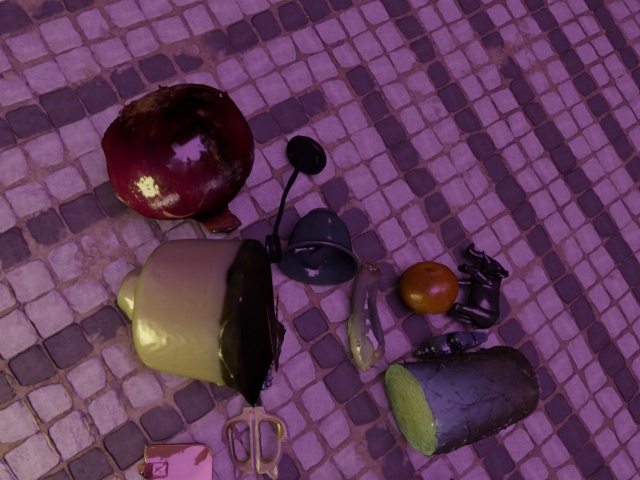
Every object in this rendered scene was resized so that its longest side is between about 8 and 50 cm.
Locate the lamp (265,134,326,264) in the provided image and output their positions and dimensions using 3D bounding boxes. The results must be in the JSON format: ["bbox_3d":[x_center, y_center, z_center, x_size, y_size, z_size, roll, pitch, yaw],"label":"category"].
[{"bbox_3d":[-0.053,-0.107,1.403,0.108,0.130,0.371,-1,42,10],"label":"lamp"}]

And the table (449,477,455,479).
[{"bbox_3d":[0.290,0.698,1.399,0.198,0.166,0.167,-34,91,-15],"label":"table"}]

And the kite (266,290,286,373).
[{"bbox_3d":[-0.099,0.205,1.336,0.009,0.232,0.189,-2,72,5],"label":"kite"}]

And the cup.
[{"bbox_3d":[0.000,0.000,1.453,0.199,0.199,0.150,15,55,-16],"label":"cup"}]

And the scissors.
[{"bbox_3d":[-0.151,0.382,1.353,0.160,0.024,0.318,-5,76,7],"label":"scissors"}]

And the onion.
[{"bbox_3d":[-0.286,-0.153,1.332,0.348,0.347,0.385,-43,129,-22],"label":"onion"}]

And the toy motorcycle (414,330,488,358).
[{"bbox_3d":[0.343,0.268,1.525,0.193,0.124,0.061,-6,67,-18],"label":"toy motorcycle"}]

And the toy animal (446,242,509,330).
[{"bbox_3d":[0.425,0.129,1.600,0.146,0.114,0.245,14,79,-7],"label":"toy animal"}]

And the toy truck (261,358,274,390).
[{"bbox_3d":[-0.132,0.314,1.395,0.044,0.039,0.083,7,77,-3],"label":"toy truck"}]

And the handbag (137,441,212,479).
[{"bbox_3d":[-0.315,0.548,1.266,0.157,0.059,0.213,4,75,-19],"label":"handbag"}]

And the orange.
[{"bbox_3d":[0.281,0.127,1.530,0.154,0.154,0.134,-23,128,-22],"label":"orange"}]

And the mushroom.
[{"bbox_3d":[0.120,0.186,1.484,0.096,0.099,0.278,6,73,-24],"label":"mushroom"}]

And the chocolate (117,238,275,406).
[{"bbox_3d":[-0.256,0.156,1.253,0.296,0.314,0.326,-4,107,10],"label":"chocolate"}]

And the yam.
[{"bbox_3d":[0.341,0.379,1.437,0.348,0.241,0.241,-6,80,-24],"label":"yam"}]
